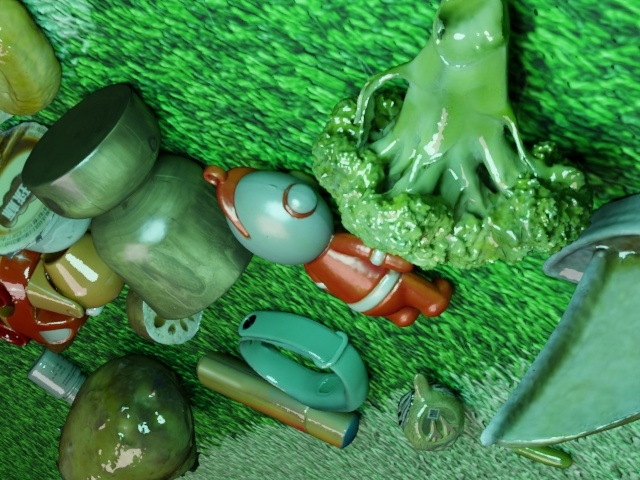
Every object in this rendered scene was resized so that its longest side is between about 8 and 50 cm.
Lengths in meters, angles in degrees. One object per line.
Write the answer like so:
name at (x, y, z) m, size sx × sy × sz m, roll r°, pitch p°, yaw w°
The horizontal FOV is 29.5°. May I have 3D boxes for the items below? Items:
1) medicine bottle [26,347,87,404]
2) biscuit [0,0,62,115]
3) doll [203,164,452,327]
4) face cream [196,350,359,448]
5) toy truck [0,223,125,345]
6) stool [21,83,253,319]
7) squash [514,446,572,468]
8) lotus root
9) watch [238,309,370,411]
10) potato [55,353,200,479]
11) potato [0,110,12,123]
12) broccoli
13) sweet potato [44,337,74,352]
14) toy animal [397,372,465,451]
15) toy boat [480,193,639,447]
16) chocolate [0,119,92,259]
medicine bottle at (-0.550, 0.293, 2.583) m, size 0.130 × 0.080 × 0.080 m, roll 38°, pitch 153°, yaw -14°
biscuit at (-0.456, -0.266, 1.521) m, size 0.274 × 0.091 × 0.213 m, roll 32°, pitch 155°, yaw 4°
doll at (0.000, 0.000, 1.493) m, size 0.336 × 0.105 × 0.200 m, roll 31°, pitch 157°, yaw -15°
face cream at (-0.062, 0.267, 2.026) m, size 0.285 × 0.067 × 0.139 m, roll 21°, pitch 172°, yaw 20°
toy truck at (-0.409, 0.065, 1.941) m, size 0.239 × 0.189 × 0.265 m, roll 15°, pitch 150°, yaw 14°
stool at (-0.227, -0.045, 1.556) m, size 0.179 × 0.179 × 0.264 m, roll -1°, pitch 138°, yaw 48°
squash at (0.321, 0.307, 1.745) m, size 0.083 × 0.027 × 0.027 m, roll 18°, pitch 150°, yaw 28°
lotus root at (-0.247, 0.098, 1.891) m, size 0.081 × 0.122 × 0.112 m, roll 14°, pitch 174°, yaw 43°
watch at (-0.021, 0.183, 1.862) m, size 0.195 × 0.068 × 0.237 m, roll 48°, pitch 153°, yaw -24°
potato at (-0.346, 0.317, 2.257) m, size 0.289 × 0.301 × 0.237 m, roll 34°, pitch 130°, yaw 28°
potato at (-0.480, -0.212, 1.674) m, size 0.086 × 0.061 × 0.122 m, roll 25°, pitch 152°, yaw 19°
broccoli at (0.126, -0.064, 1.144) m, size 0.254 × 0.186 × 0.302 m, roll 44°, pitch 159°, yaw -3°
sweet potato at (-0.503, 0.169, 2.335) m, size 0.066 × 0.072 × 0.314 m, roll 46°, pitch 156°, yaw 3°
toy animal at (0.151, 0.236, 1.747) m, size 0.098 × 0.098 × 0.137 m, roll -1°, pitch 118°, yaw 48°
toy boat at (0.309, 0.069, 1.125) m, size 0.276 × 0.293 × 0.111 m, roll -17°, pitch 128°, yaw 37°
chocolate at (-0.412, -0.055, 1.767) m, size 0.221 × 0.221 × 0.147 m, roll 17°, pitch 169°, yaw 28°
